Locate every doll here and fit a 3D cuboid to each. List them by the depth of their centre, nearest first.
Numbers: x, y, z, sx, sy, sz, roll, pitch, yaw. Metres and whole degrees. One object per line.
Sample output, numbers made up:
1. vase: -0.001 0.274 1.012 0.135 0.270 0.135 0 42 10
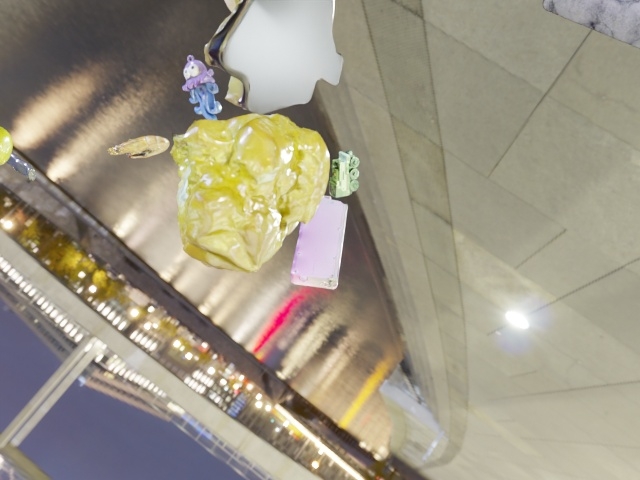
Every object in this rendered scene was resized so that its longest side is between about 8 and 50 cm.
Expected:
1. doll: -0.329 -0.417 1.570 0.110 0.067 0.206 -18 96 29

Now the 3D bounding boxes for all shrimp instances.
1. shrimp: -0.483 -0.245 1.495 0.095 0.162 0.045 -13 91 67

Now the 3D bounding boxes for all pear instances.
1. pear: -0.658 -0.188 1.115 0.092 0.092 0.097 29 157 32

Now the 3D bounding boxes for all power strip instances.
1. power strip: 0.000 0.000 1.352 0.109 0.279 0.038 7 138 3

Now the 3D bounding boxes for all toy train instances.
1. toy train: 0.042 -0.121 1.027 0.033 0.053 0.083 37 134 54

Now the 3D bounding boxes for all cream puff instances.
1. cream puff: -0.115 -0.081 0.976 0.323 0.274 0.270 -157 57 -71

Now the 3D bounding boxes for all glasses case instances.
1. glasses case: 0.710 -0.586 1.407 0.299 0.060 0.114 39 140 31

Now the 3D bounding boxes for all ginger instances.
1. ginger: -0.117 -0.490 1.309 0.211 0.413 0.358 32 156 34

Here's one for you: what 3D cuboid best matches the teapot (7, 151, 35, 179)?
1. teapot: -0.832 -0.178 1.237 0.285 0.305 0.223 46 159 39
